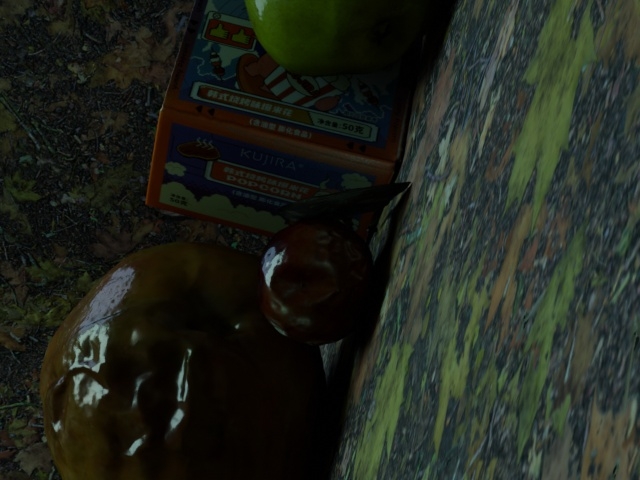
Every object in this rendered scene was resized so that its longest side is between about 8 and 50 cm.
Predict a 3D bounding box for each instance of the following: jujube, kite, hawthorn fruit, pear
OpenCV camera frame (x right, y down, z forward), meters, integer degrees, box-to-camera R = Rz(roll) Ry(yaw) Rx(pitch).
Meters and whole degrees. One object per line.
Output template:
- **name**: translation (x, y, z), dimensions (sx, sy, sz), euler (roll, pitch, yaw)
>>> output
- **jujube**: translation (-0.001, 0.051, 1.743), dimensions (0.236, 0.168, 0.168), euler (-30, -45, -80)
- **kite**: translation (0.022, -0.032, 1.783), dimensions (0.310, 0.169, 0.015), euler (107, 151, -77)
- **hawthorn fruit**: translation (-0.199, 0.221, 1.883), dimensions (0.472, 0.472, 0.471), euler (-166, 90, -86)
- **pear**: translation (0.018, -0.384, 1.825), dimensions (0.375, 0.287, 0.287), euler (55, 139, 42)

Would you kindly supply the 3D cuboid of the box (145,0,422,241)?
- **box**: translation (-0.054, -0.200, 1.994), dimensions (0.257, 0.349, 0.318), euler (110, 175, -53)
